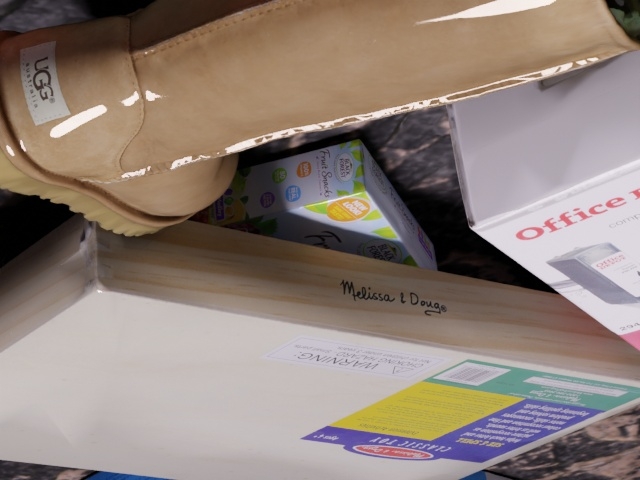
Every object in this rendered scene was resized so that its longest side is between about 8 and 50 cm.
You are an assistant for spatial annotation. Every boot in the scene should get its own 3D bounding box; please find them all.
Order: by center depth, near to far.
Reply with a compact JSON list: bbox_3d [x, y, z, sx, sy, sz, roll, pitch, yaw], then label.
[{"bbox_3d":[0.010,-0.073,0.813,0.269,0.089,0.236,-14,178,19],"label":"boot"}]

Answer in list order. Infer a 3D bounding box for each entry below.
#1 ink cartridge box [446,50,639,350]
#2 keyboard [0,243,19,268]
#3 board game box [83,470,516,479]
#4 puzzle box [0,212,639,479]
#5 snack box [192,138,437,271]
[{"bbox_3d":[0.189,-0.031,1.002,0.158,0.092,0.218,-23,145,26],"label":"ink cartridge box"},{"bbox_3d":[-0.265,0.022,1.062,0.201,0.033,0.317,-18,150,19],"label":"keyboard"},{"bbox_3d":[-0.052,0.245,1.449,0.302,0.086,0.308,20,141,-40],"label":"board game box"},{"bbox_3d":[-0.027,0.082,1.128,0.409,0.052,0.272,12,151,-36],"label":"puzzle box"},{"bbox_3d":[0.000,0.000,1.070,0.100,0.037,0.141,-15,151,15],"label":"snack box"}]
